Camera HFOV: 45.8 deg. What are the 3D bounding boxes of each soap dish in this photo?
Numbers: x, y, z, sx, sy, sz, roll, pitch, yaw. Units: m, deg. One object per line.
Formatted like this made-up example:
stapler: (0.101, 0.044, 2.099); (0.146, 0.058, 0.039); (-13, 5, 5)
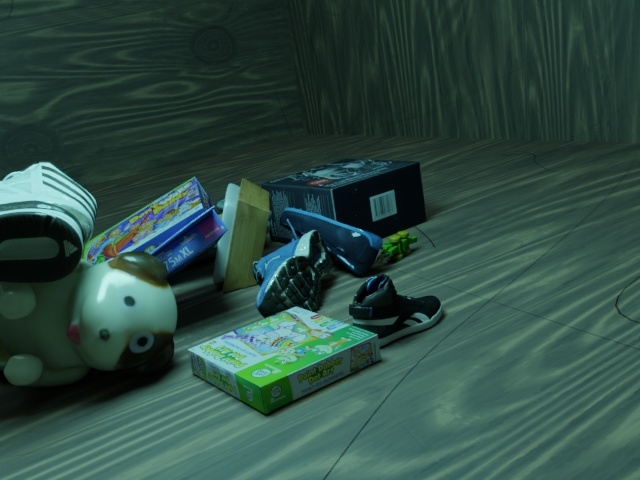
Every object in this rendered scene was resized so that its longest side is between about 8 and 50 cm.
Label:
soap dish: (-0.193, -0.018, 1.902); (0.118, 0.229, 0.291); (9, 14, -6)

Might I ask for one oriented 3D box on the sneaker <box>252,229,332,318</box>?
sneaker: (-0.078, 0.092, 1.653); (0.147, 0.129, 0.330); (-23, 12, 21)

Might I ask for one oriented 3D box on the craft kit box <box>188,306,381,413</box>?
craft kit box: (-0.067, 0.201, 1.335); (0.247, 0.061, 0.250); (-22, 20, -33)

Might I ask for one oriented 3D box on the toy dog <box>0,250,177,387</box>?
toy dog: (-0.462, 0.146, 1.432); (0.408, 0.284, 0.395); (2, 0, 29)

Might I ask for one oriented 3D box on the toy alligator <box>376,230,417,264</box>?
toy alligator: (0.172, 0.019, 1.853); (0.051, 0.056, 0.190); (3, 19, 37)

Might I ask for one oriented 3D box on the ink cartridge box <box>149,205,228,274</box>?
ink cartridge box: (-0.298, 0.023, 1.633); (0.186, 0.065, 0.311); (-37, 0, -16)

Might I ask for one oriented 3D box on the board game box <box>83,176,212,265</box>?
board game box: (-0.437, -0.007, 1.934); (0.347, 0.078, 0.233); (-32, 27, 1)

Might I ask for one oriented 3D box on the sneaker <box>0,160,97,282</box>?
sneaker: (-0.611, -0.034, 1.332); (0.448, 0.169, 0.257); (2, 24, -1)

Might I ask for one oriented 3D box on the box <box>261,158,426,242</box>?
box: (0.066, -0.110, 2.153); (0.343, 0.179, 0.312); (-20, 18, -37)

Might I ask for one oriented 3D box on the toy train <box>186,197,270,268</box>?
toy train: (-0.306, -0.020, 2.125); (0.334, 0.142, 0.190); (-17, 27, -25)

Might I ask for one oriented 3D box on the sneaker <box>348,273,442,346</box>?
sneaker: (0.146, 0.111, 1.409); (0.217, 0.121, 0.079); (-21, 20, -38)

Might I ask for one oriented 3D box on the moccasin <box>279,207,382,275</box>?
moccasin: (0.000, 0.000, 1.857); (0.138, 0.116, 0.342); (18, 1, -37)
